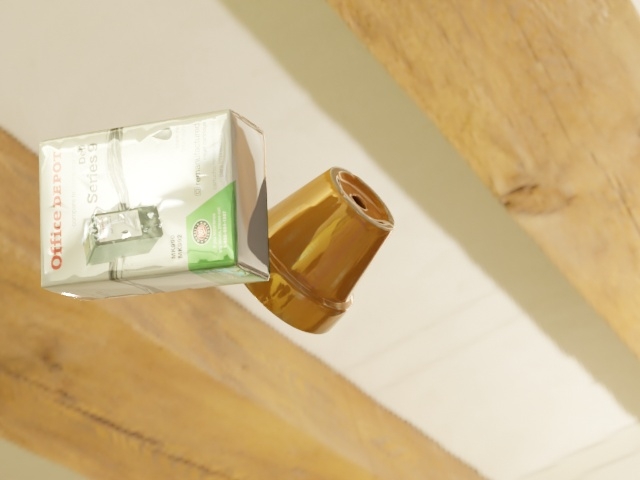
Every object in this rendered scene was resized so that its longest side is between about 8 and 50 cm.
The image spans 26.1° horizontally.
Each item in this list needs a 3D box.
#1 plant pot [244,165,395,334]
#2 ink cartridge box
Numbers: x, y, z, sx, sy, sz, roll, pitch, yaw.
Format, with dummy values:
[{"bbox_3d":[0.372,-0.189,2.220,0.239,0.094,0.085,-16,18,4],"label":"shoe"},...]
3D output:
[{"bbox_3d":[0.000,0.000,2.012,0.205,0.205,0.188,24,-62,-42],"label":"plant pot"},{"bbox_3d":[-0.223,-0.041,1.837,0.289,0.211,0.121,-8,-13,20],"label":"ink cartridge box"}]
